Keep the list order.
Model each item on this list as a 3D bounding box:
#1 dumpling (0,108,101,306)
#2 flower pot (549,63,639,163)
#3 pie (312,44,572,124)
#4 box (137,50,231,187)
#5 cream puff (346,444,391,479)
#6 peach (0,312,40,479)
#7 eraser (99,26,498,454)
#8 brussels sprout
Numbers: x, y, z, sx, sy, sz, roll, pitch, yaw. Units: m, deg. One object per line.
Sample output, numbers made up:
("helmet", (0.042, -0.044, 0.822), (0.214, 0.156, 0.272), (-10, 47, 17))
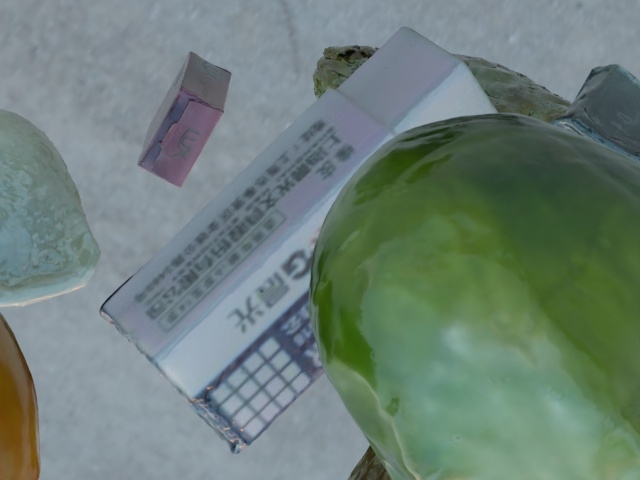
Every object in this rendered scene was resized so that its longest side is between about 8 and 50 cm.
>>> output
("dumpling", (-0.286, -0.025, 1.552), (0.216, 0.166, 0.126), (53, 159, 0))
("flower pot", (0.277, -0.044, 1.461), (0.229, 0.108, 0.103), (25, 125, 18))
("pie", (0.193, -0.086, 1.927), (0.418, 0.395, 0.180), (18, 99, 38))
("box", (-0.152, -0.137, 2.128), (0.060, 0.156, 0.111), (29, 111, -10))
("cream puff", (0.103, 0.136, 1.016), (0.196, 0.244, 0.244), (50, 131, 16))
("peach", (-0.165, 0.068, 0.648), (0.138, 0.138, 0.138), (9, 128, 12))
("eraser", (0.000, 0.000, 1.284), (0.287, 0.086, 0.130), (-43, 129, -6))
("brussels sprout", (0.080, 0.037, 0.696), (0.143, 0.161, 0.181), (-30, 103, 14))
